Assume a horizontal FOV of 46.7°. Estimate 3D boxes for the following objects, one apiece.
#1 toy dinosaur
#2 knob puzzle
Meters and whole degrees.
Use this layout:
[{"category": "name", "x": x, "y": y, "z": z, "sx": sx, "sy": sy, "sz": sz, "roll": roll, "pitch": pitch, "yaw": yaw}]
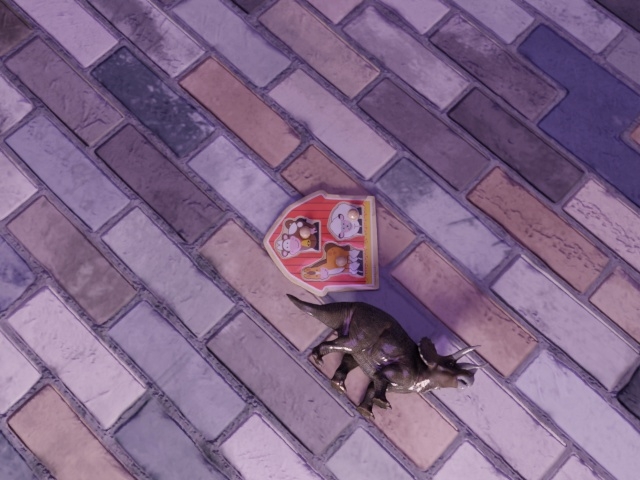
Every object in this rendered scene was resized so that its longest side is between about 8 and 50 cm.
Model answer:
[{"category": "toy dinosaur", "x": 0.084, "y": 0.172, "z": 1.168, "sx": 0.314, "sy": 0.121, "sz": 0.160, "roll": 33, "pitch": 61, "yaw": 16}, {"category": "knob puzzle", "x": 0.000, "y": 0.000, "z": 1.258, "sx": 0.213, "sy": 0.030, "sz": 0.213, "roll": 0, "pitch": 70, "yaw": 0}]
